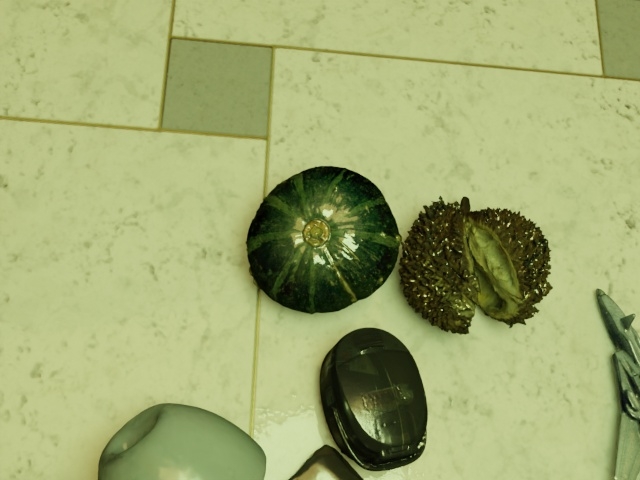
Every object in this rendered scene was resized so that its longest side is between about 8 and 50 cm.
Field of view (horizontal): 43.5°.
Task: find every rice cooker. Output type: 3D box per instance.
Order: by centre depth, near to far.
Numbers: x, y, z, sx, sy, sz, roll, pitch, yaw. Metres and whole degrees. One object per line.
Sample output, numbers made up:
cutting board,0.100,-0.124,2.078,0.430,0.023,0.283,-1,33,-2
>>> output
rice cooker,0.061,0.187,0.947,0.112,0.106,0.165,-6,74,-20

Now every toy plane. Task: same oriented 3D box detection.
toy plane,0.419,0.174,1.008,0.212,0.088,0.267,-16,73,-13

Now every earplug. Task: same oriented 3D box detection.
earplug,-0.134,0.330,0.822,0.214,0.175,0.326,-25,65,27

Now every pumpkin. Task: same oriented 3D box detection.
pumpkin,0.001,-0.001,0.987,0.190,0.146,0.190,2,72,-7

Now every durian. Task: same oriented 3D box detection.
durian,0.191,0.020,1.001,0.196,0.167,0.196,8,51,-10

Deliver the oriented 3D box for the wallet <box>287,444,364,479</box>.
wallet,0.060,0.395,0.908,0.165,0.042,0.309,-41,80,-20
